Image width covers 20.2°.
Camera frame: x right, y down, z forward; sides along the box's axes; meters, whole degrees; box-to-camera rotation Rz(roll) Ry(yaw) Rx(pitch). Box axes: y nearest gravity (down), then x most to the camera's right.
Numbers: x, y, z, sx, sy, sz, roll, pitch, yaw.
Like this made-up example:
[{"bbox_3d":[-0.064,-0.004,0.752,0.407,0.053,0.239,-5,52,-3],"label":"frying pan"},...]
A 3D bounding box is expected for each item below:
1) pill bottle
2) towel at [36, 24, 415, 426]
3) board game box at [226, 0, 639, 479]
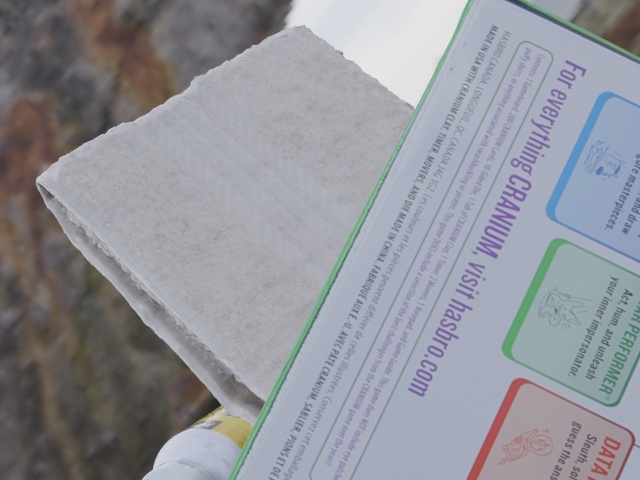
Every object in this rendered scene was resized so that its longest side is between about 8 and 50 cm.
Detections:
[{"bbox_3d":[-0.084,0.205,1.594,0.103,0.103,0.184,-51,-11,28],"label":"pill bottle"},{"bbox_3d":[0.000,0.000,0.926,0.187,0.282,0.049,-32,-40,-20],"label":"towel"},{"bbox_3d":[0.132,0.103,0.512,0.242,0.316,0.064,-62,-3,-14],"label":"board game box"}]
